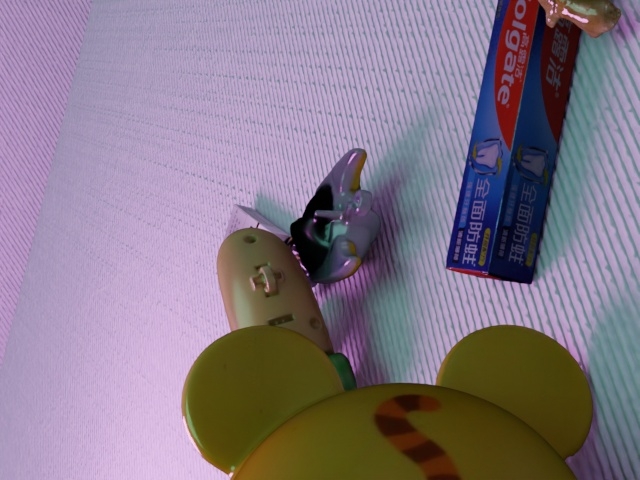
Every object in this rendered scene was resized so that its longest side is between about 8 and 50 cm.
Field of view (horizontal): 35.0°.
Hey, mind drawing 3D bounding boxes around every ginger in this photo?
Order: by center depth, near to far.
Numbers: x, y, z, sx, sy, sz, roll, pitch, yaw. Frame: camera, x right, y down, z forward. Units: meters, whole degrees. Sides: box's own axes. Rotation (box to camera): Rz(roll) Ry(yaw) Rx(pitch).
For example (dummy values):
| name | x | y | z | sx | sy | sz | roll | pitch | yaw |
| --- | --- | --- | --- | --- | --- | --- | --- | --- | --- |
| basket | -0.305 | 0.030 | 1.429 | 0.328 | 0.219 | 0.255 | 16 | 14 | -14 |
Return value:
| name | x | y | z | sx | sy | sz | roll | pitch | yaw |
| --- | --- | --- | --- | --- | --- | --- | --- | --- | --- |
| ginger | 0.278 | -0.292 | 0.963 | 0.176 | 0.052 | 0.193 | 19 | 97 | 26 |

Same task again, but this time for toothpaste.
| name | x | y | z | sx | sy | sz | roll | pitch | yaw |
| --- | --- | --- | --- | --- | --- | --- | --- | --- | --- |
| toothpaste | 0.204 | -0.117 | 1.057 | 0.076 | 0.066 | 0.320 | 5 | 84 | 60 |

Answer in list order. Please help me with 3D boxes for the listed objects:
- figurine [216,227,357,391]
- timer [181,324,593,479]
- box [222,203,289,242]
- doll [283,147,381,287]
| name | x | y | z | sx | sy | sz | roll | pitch | yaw |
| --- | --- | --- | --- | --- | --- | --- | --- | --- | --- |
| figurine | -0.053 | 0.139 | 1.284 | 0.222 | 0.124 | 0.324 | 110 | 142 | -71 |
| timer | 0.071 | 0.252 | 0.871 | 0.376 | 0.376 | 0.387 | -40 | 46 | 47 |
| box | -0.102 | 0.006 | 1.554 | 0.154 | 0.040 | 0.084 | 36 | 108 | 60 |
| doll | 0.000 | 0.005 | 1.317 | 0.145 | 0.103 | 0.316 | -60 | 11 | -27 |
